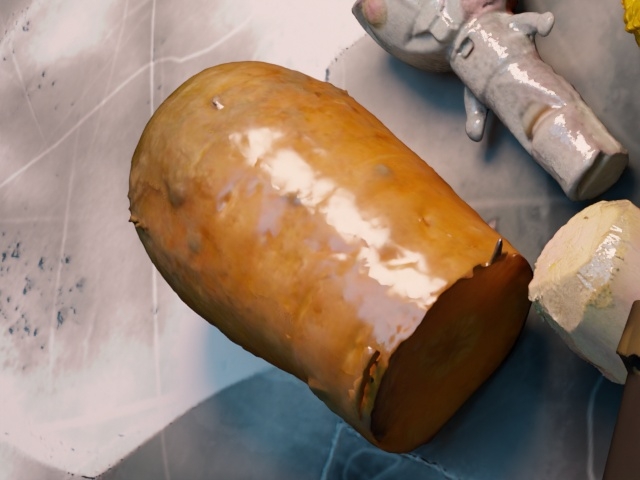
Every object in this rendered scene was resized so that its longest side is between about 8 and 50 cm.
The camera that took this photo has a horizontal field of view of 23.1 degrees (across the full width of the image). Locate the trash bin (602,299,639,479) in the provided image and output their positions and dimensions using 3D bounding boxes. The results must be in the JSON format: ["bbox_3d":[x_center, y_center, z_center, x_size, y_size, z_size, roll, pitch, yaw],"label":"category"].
[{"bbox_3d":[0.279,0.145,0.993,0.214,0.214,0.333,13,83,40],"label":"trash bin"}]

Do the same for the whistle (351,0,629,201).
[{"bbox_3d":[0.131,-0.172,1.303,0.142,0.134,0.346,-43,61,11],"label":"whistle"}]

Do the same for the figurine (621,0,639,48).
[{"bbox_3d":[0.278,-0.175,1.222,0.095,0.115,0.156,-23,75,-10],"label":"figurine"}]

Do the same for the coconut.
[{"bbox_3d":[0.224,0.041,1.142,0.116,0.122,0.116,-48,12,14],"label":"coconut"}]

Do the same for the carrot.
[{"bbox_3d":[0.000,0.000,1.261,0.341,0.224,0.224,38,96,32],"label":"carrot"}]
